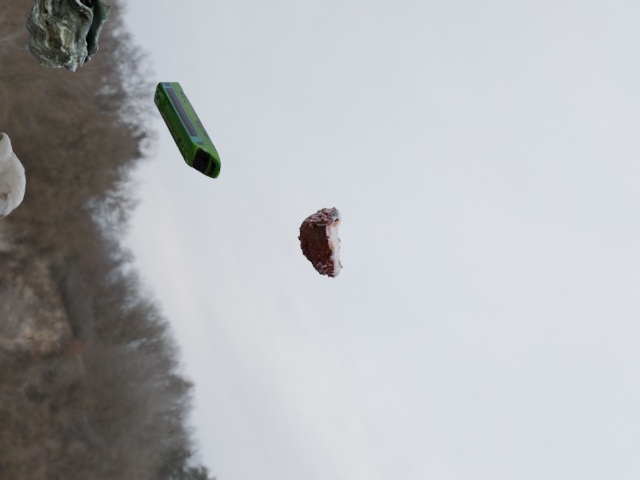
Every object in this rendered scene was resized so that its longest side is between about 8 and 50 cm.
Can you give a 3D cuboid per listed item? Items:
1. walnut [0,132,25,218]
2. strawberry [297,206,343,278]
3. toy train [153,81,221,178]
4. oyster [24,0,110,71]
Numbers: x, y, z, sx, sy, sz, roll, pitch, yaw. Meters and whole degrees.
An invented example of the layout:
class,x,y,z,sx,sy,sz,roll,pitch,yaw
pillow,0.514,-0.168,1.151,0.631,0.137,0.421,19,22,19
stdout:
class,x,y,z,sx,sy,sz,roll,pitch,yaw
walnut,-0.811,-0.156,1.771,0.248,0.248,0.248,170,-90,-72
strawberry,0.000,0.002,1.483,0.192,0.085,0.140,-67,158,-69
toy train,-0.212,-0.171,1.187,0.209,0.042,0.044,58,-41,36
oyster,-0.425,-0.379,1.253,0.267,0.112,0.198,-63,-143,34
